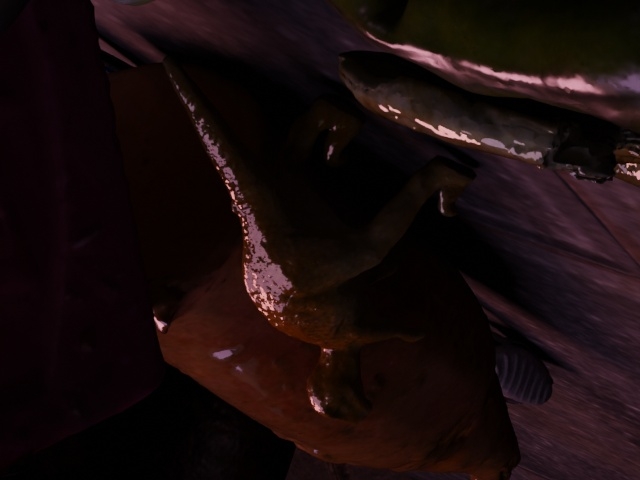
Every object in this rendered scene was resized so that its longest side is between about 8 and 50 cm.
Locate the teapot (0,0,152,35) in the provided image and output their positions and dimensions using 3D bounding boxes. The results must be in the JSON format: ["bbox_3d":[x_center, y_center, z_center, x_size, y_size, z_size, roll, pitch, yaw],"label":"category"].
[{"bbox_3d":[-0.098,-0.103,0.495,0.091,0.124,0.092,-20,93,54],"label":"teapot"}]

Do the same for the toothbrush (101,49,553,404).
[{"bbox_3d":[0.000,0.000,0.883,0.042,0.035,0.413,25,172,47],"label":"toothbrush"}]

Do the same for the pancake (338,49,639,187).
[{"bbox_3d":[0.063,-0.031,0.478,0.129,0.023,0.116,14,-171,-32],"label":"pancake"}]

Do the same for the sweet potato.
[{"bbox_3d":[0.017,0.043,0.809,0.131,0.131,0.336,18,167,46],"label":"sweet potato"}]

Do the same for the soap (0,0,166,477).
[{"bbox_3d":[-0.162,-0.039,0.593,0.099,0.162,0.250,15,122,51],"label":"soap"}]

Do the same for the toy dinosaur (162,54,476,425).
[{"bbox_3d":[-0.017,0.006,0.658,0.162,0.126,0.039,15,-158,-35],"label":"toy dinosaur"}]

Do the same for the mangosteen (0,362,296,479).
[{"bbox_3d":[-0.173,0.103,1.113,0.330,0.330,0.330,26,171,4],"label":"mangosteen"}]

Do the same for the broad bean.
[{"bbox_3d":[0.050,-0.053,0.394,0.195,0.046,0.061,24,173,31],"label":"broad bean"}]
